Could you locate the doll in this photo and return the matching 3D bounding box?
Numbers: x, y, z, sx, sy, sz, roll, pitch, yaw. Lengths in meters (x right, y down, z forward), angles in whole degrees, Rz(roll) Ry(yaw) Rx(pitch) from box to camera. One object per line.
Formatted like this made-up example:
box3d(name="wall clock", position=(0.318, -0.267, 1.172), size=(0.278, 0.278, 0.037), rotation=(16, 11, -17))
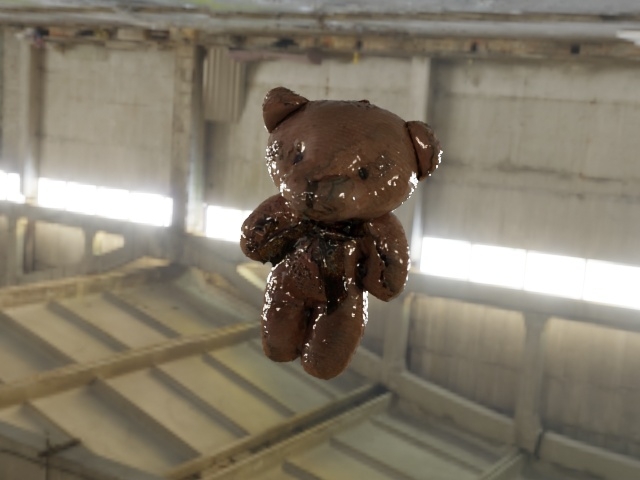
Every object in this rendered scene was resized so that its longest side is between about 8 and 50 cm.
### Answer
box3d(name="doll", position=(0.000, 0.000, 0.966), size=(0.201, 0.303, 0.156), rotation=(13, -173, 15))
